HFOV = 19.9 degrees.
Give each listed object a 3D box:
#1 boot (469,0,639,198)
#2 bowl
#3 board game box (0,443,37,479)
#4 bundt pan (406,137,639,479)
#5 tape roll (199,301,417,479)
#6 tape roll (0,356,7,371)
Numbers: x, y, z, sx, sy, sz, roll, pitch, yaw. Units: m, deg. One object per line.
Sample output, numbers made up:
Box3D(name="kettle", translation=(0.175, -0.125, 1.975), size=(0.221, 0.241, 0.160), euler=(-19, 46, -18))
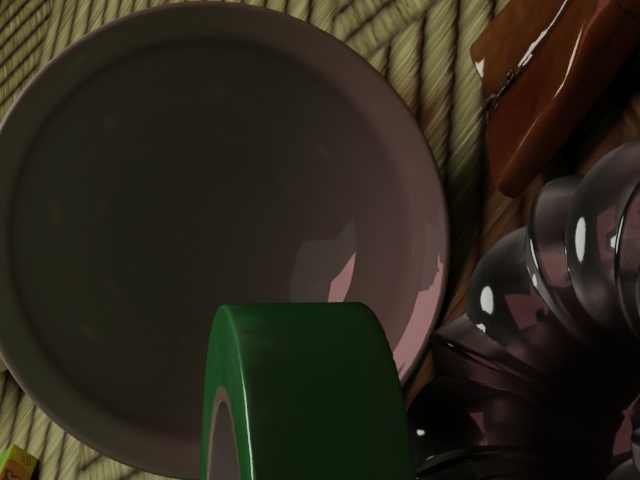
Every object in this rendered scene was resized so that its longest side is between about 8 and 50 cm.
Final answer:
Box3D(name="boot", translation=(0.174, -0.134, 1.014), size=(0.280, 0.096, 0.264), euler=(-50, 29, 29))
Box3D(name="bowl", translation=(-0.074, 0.000, 1.178), size=(0.297, 0.298, 0.134), euler=(-66, 9, -3))
Box3D(name="board game box", translation=(-0.318, 0.298, 1.556), size=(0.124, 0.039, 0.259), euler=(-47, 14, 33))
Box3D(name="bundt pan", translation=(0.147, 0.090, 0.829), size=(0.331, 0.124, 0.330), euler=(-42, 34, 37))
Box3D(name="tape roll", translation=(-0.013, 0.191, 0.924), size=(0.321, 0.077, 0.321), euler=(179, 90, -82))
Box3D(name="tape roll", translation=(-0.369, 0.001, 1.749), size=(0.246, 0.246, 0.169), euler=(-64, 25, 0))
